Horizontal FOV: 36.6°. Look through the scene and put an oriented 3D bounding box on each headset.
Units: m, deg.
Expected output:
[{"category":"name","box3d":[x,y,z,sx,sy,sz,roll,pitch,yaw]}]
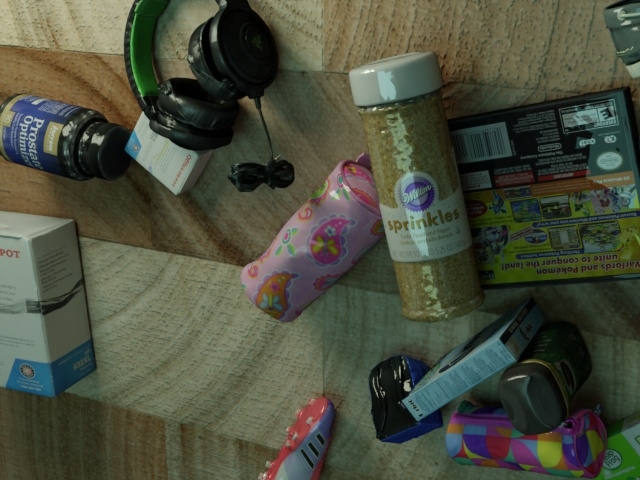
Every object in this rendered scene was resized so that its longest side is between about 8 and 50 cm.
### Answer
[{"category":"headset","box3d":[-0.172,-0.226,1.424,0.394,0.185,0.243,51,124,17]}]

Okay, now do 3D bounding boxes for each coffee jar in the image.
[{"category":"coffee jar","box3d":[0.305,0.186,1.311,0.079,0.184,0.096,-21,96,32]}]

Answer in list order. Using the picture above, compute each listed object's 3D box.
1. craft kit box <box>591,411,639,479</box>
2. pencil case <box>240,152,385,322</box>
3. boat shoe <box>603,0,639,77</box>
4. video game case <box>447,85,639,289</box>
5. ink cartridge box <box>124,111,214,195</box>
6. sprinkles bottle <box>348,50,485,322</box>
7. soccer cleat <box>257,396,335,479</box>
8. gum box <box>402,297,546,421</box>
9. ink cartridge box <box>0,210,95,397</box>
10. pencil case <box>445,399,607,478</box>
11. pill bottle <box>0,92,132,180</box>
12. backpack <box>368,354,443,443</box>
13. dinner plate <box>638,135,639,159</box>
[{"category":"craft kit box","box3d":[0.521,0.338,1.328,0.250,0.061,0.247,-35,86,33]},{"category":"pencil case","box3d":[0.000,0.000,1.455,0.124,0.124,0.284,46,121,7]},{"category":"boat shoe","box3d":[0.467,-0.304,1.092,0.319,0.116,0.099,-32,95,38]},{"category":"video game case","box3d":[0.301,-0.061,1.304,0.274,0.035,0.248,-7,104,35]},{"category":"ink cartridge box","box3d":[-0.245,-0.147,1.570,0.122,0.052,0.088,41,122,11]},{"category":"sprinkles bottle","box3d":[0.134,-0.071,1.313,0.121,0.121,0.356,-6,105,30]},{"category":"soccer cleat","box3d":[-0.024,0.361,1.625,0.095,0.083,0.248,26,118,-10]},{"category":"gum box","box3d":[0.219,0.168,1.368,0.184,0.157,0.041,-39,87,32]},{"category":"ink cartridge box","box3d":[-0.556,0.110,1.784,0.223,0.129,0.308,6,110,27]},{"category":"pencil case","box3d":[0.290,0.279,1.378,0.236,0.104,0.104,-9,103,44]},{"category":"pill bottle","box3d":[-0.428,-0.169,1.619,0.219,0.123,0.123,15,114,23]},{"category":"backpack","box3d":[0.129,0.241,1.480,0.098,0.101,0.120,-30,60,29]},{"category":"dinner plate","box3d":[0.409,-0.067,1.266,0.141,0.017,0.141,10,111,27]}]
